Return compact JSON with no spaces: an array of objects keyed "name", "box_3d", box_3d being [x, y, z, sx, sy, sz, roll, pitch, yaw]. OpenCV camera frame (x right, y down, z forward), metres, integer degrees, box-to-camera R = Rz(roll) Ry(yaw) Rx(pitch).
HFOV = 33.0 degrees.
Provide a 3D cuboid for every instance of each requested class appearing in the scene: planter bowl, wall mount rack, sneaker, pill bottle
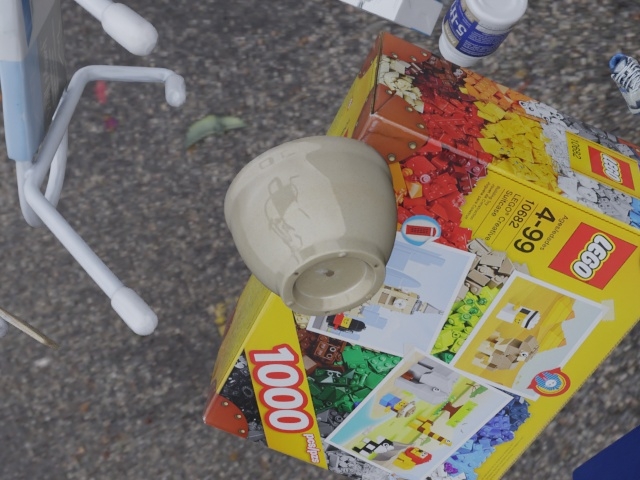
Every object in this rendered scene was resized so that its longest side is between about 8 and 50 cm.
[{"name":"planter bowl","box_3d":[0.000,0.000,0.983,0.162,0.162,0.109,-41,46,30]},{"name":"wall mount rack","box_3d":[-0.152,-0.122,0.720,0.130,0.304,0.350,4,130,-2]},{"name":"sneaker","box_3d":[0.409,-0.210,1.425,0.052,0.135,0.058,-42,109,16]},{"name":"pill bottle","box_3d":[0.276,-0.382,1.887,0.112,0.112,0.186,56,159,9]}]

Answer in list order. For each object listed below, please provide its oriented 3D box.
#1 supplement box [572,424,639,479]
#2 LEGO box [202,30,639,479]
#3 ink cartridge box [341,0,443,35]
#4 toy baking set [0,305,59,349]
[{"name":"supplement box","box_3d":[0.391,0.302,0.854,0.356,0.194,0.195,41,119,-9]},{"name":"LEGO box","box_3d":[0.127,0.064,1.277,0.372,0.193,0.500,22,127,-9]},{"name":"ink cartridge box","box_3d":[0.103,-0.407,1.818,0.180,0.104,0.060,32,105,40]},{"name":"toy baking set","box_3d":[-0.306,0.011,0.735,0.197,0.256,0.030,24,78,47]}]
